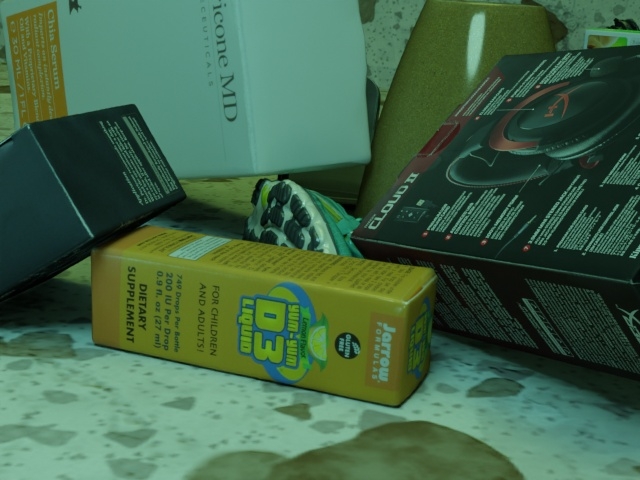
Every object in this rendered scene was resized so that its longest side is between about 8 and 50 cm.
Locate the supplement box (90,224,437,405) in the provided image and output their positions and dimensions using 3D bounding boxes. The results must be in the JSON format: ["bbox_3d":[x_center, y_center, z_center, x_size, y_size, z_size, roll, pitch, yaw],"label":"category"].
[{"bbox_3d":[-0.041,0.047,0.689,0.234,0.078,0.080,8,15,18],"label":"supplement box"}]

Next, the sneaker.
[{"bbox_3d":[0.000,0.000,0.847,0.110,0.107,0.275,10,13,-11],"label":"sneaker"}]

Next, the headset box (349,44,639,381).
[{"bbox_3d":[0.178,-0.032,0.710,0.218,0.110,0.293,-49,30,-21],"label":"headset box"}]

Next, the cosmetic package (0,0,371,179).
[{"bbox_3d":[-0.166,-0.180,1.077,0.162,0.230,0.453,-11,8,-43],"label":"cosmetic package"}]

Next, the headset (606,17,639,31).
[{"bbox_3d":[0.264,-0.180,1.304,0.394,0.185,0.243,-13,-10,-11],"label":"headset"}]

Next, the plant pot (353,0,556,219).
[{"bbox_3d":[0.155,-0.114,1.012,0.237,0.254,0.237,3,16,-1],"label":"plant pot"}]

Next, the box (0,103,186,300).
[{"bbox_3d":[-0.213,-0.022,0.755,0.156,0.093,0.158,-29,3,21],"label":"box"}]

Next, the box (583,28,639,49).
[{"bbox_3d":[0.429,-0.116,1.126,0.127,0.231,0.262,-7,18,-38],"label":"box"}]

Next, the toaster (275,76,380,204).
[{"bbox_3d":[0.011,-0.122,1.195,0.110,0.185,0.168,7,7,4],"label":"toaster"}]
